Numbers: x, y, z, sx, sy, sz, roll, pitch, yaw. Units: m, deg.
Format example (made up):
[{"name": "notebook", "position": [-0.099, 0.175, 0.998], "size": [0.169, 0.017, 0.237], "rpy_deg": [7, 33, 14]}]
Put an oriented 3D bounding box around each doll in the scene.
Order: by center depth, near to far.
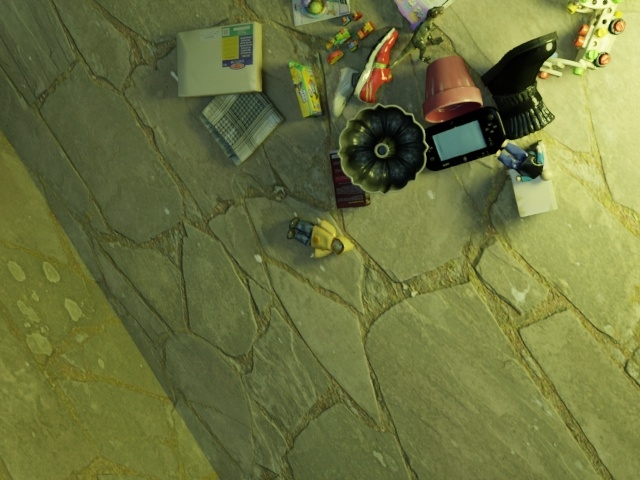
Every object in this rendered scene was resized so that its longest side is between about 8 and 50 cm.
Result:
[{"name": "doll", "position": [0.671, -0.255, 1.569], "size": [0.189, 0.046, 0.129], "rpy_deg": [36, 115, 11]}]

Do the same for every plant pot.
[{"name": "plant pot", "position": [0.451, -0.533, 1.687], "size": [0.201, 0.201, 0.180], "rpy_deg": [-11, 83, 24]}]

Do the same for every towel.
[{"name": "towel", "position": [-0.356, -0.528, 2.077], "size": [0.324, 0.056, 0.312], "rpy_deg": [-40, 87, 26]}]

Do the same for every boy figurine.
[{"name": "boy figurine", "position": [0.000, 0.000, 2.047], "size": [0.285, 0.092, 0.177], "rpy_deg": [22, 108, 19]}]

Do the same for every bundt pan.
[{"name": "bundt pan", "position": [0.234, -0.341, 1.784], "size": [0.330, 0.124, 0.331], "rpy_deg": [5, 109, 14]}]

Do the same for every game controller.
[{"name": "game controller", "position": [0.503, -0.360, 1.732], "size": [0.319, 0.067, 0.166], "rpy_deg": [-13, 96, 40]}]

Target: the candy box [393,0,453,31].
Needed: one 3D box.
[{"name": "candy box", "position": [0.367, -0.867, 1.692], "size": [0.196, 0.070, 0.165], "rpy_deg": [-34, 89, 26]}]

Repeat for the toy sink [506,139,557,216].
[{"name": "toy sink", "position": [0.723, -0.216, 1.666], "size": [0.131, 0.153, 0.234], "rpy_deg": [-12, 99, 25]}]

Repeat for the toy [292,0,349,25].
[{"name": "toy", "position": [-0.009, -0.919, 1.838], "size": [0.237, 0.056, 0.137], "rpy_deg": [-1, 100, 22]}]

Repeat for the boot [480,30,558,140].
[{"name": "boot", "position": [0.678, -0.485, 1.547], "size": [0.131, 0.348, 0.260], "rpy_deg": [-25, 89, -8]}]

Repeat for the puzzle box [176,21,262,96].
[{"name": "puzzle box", "position": [-0.429, -0.750, 2.024], "size": [0.408, 0.052, 0.272], "rpy_deg": [5, 98, 25]}]

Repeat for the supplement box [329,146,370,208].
[{"name": "supplement box", "position": [0.120, -0.253, 1.943], "size": [0.130, 0.073, 0.239], "rpy_deg": [-3, 101, 23]}]

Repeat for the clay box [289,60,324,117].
[{"name": "clay box", "position": [-0.054, -0.599, 1.897], "size": [0.053, 0.127, 0.222], "rpy_deg": [-11, 99, 23]}]

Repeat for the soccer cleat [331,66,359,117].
[{"name": "soccer cleat", "position": [0.094, -0.576, 1.879], "size": [0.076, 0.068, 0.196], "rpy_deg": [18, 106, 14]}]

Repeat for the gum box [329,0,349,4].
[{"name": "gum box", "position": [0.040, -0.965, 1.779], "size": [0.184, 0.041, 0.157], "rpy_deg": [18, 80, 17]}]

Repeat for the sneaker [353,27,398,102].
[{"name": "sneaker", "position": [0.225, -0.649, 1.804], "size": [0.118, 0.107, 0.279], "rpy_deg": [24, 111, -10]}]

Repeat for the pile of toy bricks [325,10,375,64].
[{"name": "pile of toy bricks", "position": [0.088, -0.769, 1.809], "size": [0.212, 0.105, 0.118], "rpy_deg": [-33, 90, 25]}]

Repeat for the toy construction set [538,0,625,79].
[{"name": "toy construction set", "position": [0.820, -0.655, 1.518], "size": [0.215, 0.151, 0.328], "rpy_deg": [17, 119, -8]}]

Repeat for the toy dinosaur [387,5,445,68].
[{"name": "toy dinosaur", "position": [0.365, -0.704, 1.714], "size": [0.118, 0.064, 0.268], "rpy_deg": [22, 129, -24]}]
